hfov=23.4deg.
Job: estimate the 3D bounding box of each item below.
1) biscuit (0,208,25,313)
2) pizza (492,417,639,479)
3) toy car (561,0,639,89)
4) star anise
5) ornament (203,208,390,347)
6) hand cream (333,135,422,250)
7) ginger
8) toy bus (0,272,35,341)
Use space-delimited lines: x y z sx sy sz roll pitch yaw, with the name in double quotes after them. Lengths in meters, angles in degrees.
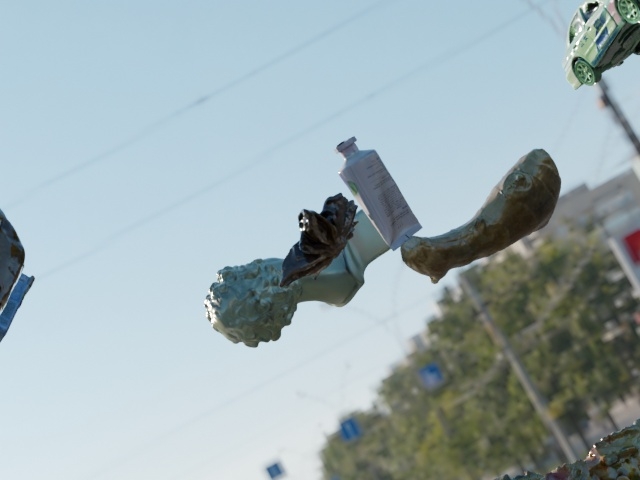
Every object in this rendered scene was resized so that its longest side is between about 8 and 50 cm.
-0.404 -0.006 1.188 0.359 0.359 0.046 -19 -34 -42 "biscuit"
0.262 0.276 1.516 0.226 0.147 0.069 -26 -4 11 "pizza"
0.330 -0.248 1.692 0.090 0.076 0.224 -31 -14 -22 "toy car"
0.008 -0.006 1.786 0.129 0.056 0.124 -26 -37 -48 "star anise"
-0.023 0.053 2.118 0.285 0.120 0.130 -25 -9 -19 "ornament"
0.065 -0.059 1.844 0.053 0.142 0.084 -30 4 36 "hand cream"
0.230 -0.031 2.130 0.294 0.086 0.131 -28 -37 -30 "ginger"
-0.533 0.061 2.133 0.116 0.234 0.133 -47 19 48 "toy bus"
